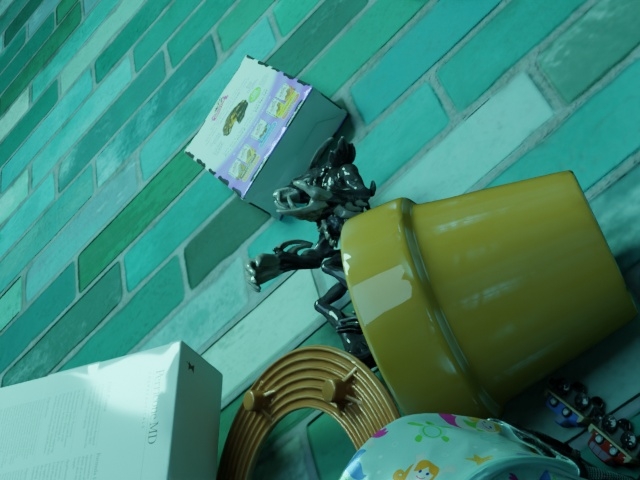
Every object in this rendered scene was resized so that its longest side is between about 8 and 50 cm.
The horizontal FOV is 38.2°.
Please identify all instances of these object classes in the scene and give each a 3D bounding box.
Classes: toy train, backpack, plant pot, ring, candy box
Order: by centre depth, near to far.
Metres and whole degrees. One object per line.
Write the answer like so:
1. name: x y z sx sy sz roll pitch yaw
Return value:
1. backpack: 0.110 0.232 0.590 0.191 0.253 0.225 17 84 54
2. toy train: 0.226 0.156 0.710 0.158 0.027 0.036 43 111 52
3. plant pot: 0.145 0.039 0.759 0.188 0.205 0.205 -24 47 15
4. ring: -0.025 0.263 0.849 0.336 0.032 0.337 -21 64 51
5. candy box: -0.077 -0.142 1.224 0.165 0.070 0.196 -57 37 4

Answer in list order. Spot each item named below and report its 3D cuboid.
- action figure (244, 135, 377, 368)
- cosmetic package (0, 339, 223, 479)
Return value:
1. action figure: 0.000 0.000 0.973 0.164 0.141 0.276 108 152 -43
2. cosmetic package: -0.250 0.311 0.928 0.284 0.097 0.377 -17 50 23
